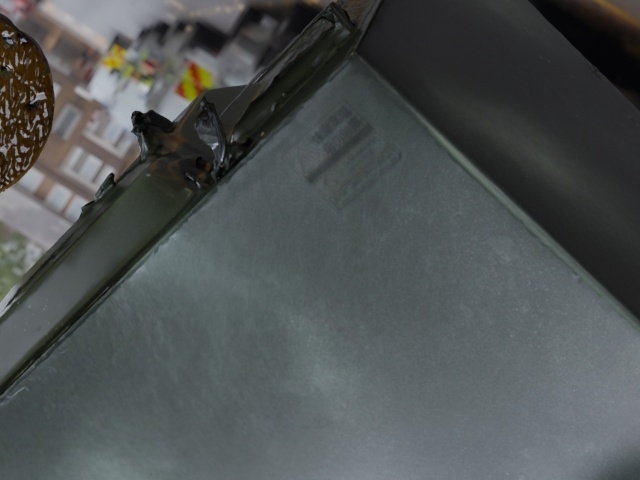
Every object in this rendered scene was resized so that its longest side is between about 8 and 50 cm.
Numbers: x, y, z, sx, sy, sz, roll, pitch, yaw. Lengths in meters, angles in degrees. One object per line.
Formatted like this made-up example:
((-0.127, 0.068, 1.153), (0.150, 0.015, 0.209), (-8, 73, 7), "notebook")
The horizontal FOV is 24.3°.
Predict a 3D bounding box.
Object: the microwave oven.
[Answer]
((0.002, 0.078, 0.890), (0.374, 0.432, 0.236), (42, -151, -12), "microwave oven")

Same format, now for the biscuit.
((-0.369, -0.136, 1.499), (0.212, 0.212, 0.036), (32, -172, -28), "biscuit")
